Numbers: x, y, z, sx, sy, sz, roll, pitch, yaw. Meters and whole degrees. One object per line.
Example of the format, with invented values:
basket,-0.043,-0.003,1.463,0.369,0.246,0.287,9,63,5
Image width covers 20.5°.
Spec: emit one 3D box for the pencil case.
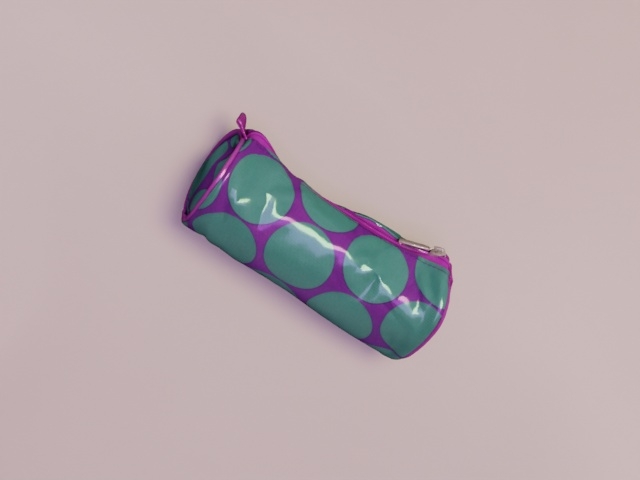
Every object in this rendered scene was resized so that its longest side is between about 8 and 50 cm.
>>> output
pencil case,0.000,0.000,0.969,0.151,0.064,0.070,32,109,-11
